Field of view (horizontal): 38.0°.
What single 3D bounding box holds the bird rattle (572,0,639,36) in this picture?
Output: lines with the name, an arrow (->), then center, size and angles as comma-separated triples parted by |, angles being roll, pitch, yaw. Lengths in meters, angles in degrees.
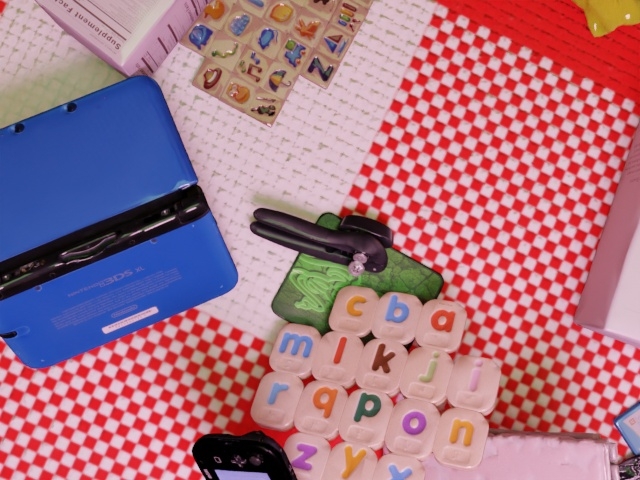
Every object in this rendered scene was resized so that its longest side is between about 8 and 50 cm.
bird rattle -> 0.357, -0.402, 1.207 | 0.207, 0.143, 0.254 | -34, 79, -15

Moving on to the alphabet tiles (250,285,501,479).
alphabet tiles -> 0.065, 0.185, 1.116 | 0.284, 0.021, 0.278 | 8, 58, 19

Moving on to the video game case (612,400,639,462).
video game case -> 0.490, 0.244, 1.240 | 0.166, 0.015, 0.119 | -34, 92, -4

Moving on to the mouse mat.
mouse mat -> 0.050, 0.070, 1.213 | 0.189, 0.007, 0.153 | 29, 88, -3

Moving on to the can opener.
can opener -> 0.000, 0.000, 1.185 | 0.186, 0.073, 0.059 | 11, 128, -1

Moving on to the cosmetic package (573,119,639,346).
cosmetic package -> 0.490, -0.035, 1.168 | 0.217, 0.156, 0.385 | 17, 87, 1

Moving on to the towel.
towel -> 0.216, 0.378, 1.092 | 0.053, 0.331, 0.317 | -5, 88, -44

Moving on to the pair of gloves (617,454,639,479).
pair of gloves -> 0.423, 0.326, 1.227 | 0.074, 0.010, 0.083 | -33, 91, 13

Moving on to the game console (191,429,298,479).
game console -> -0.061, 0.343, 1.073 | 0.213, 0.044, 0.361 | -8, 128, 15

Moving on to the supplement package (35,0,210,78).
supplement package -> -0.207, -0.330, 1.129 | 0.139, 0.134, 0.244 | 38, 88, 1

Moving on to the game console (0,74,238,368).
game console -> -0.282, -0.017, 1.139 | 0.293, 0.250, 0.173 | -22, 49, -4

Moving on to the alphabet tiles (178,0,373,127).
alphabet tiles -> -0.060, -0.278, 1.207 | 0.198, 0.009, 0.237 | 28, 88, -4
